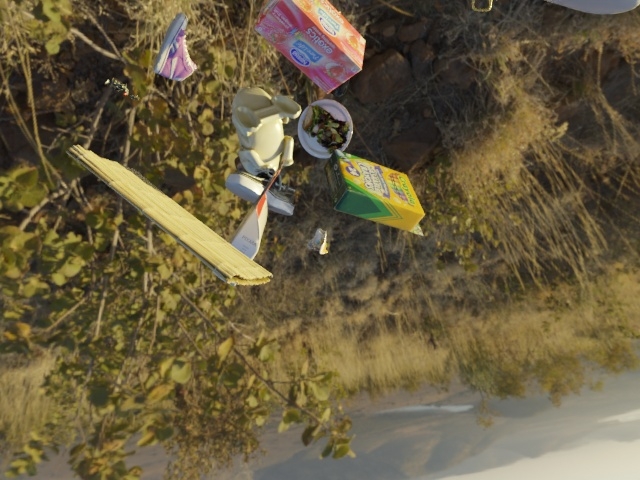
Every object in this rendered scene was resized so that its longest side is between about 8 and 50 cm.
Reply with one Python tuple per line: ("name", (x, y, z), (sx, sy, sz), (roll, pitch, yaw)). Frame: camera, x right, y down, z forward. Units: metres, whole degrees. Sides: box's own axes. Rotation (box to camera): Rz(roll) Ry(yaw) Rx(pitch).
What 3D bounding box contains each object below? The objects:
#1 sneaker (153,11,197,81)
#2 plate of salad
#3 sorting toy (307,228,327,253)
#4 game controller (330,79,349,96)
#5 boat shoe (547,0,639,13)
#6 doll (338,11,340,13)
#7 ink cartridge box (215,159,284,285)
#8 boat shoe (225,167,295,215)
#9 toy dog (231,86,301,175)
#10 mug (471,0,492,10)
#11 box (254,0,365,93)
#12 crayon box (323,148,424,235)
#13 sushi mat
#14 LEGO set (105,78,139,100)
("sneaker", (-0.594, -0.821, 1.837), (0.161, 0.102, 0.282), (16, 130, -32))
("plate of salad", (0.011, -0.384, 1.468), (0.200, 0.199, 0.048), (-22, -178, 21))
("sorting toy", (0.000, 0.000, 1.429), (0.045, 0.075, 0.083), (4, -169, -32))
("game controller", (0.016, -0.694, 1.657), (0.067, 0.319, 0.166), (-6, 134, -41))
("boat shoe", (0.255, -0.340, 0.480), (0.268, 0.088, 0.096), (12, -171, -6))
("doll", (0.100, -0.860, 1.800), (0.046, 0.129, 0.188), (-14, 115, 25))
("ink cartridge box", (-0.117, -0.042, 0.828), (0.056, 0.181, 0.224), (35, 103, -12))
("boat shoe", (-0.156, -0.156, 1.224), (0.113, 0.104, 0.306), (11, 174, 30))
("toy dog", (-0.299, -0.466, 1.984), (0.285, 0.395, 0.407), (-35, 152, -29))
("mug", (0.335, -0.518, 0.868), (0.064, 0.078, 0.062), (5, -176, 4))
("box", (-0.024, -0.604, 1.256), (0.300, 0.142, 0.154), (32, 143, -34))
("crayon box", (0.182, -0.145, 1.305), (0.323, 0.203, 0.083), (15, 130, -25))
("sushi mat", (-0.215, -0.033, 0.637), (0.019, 0.317, 0.151), (-55, 168, 3))
("LEGO set", (-0.463, -0.357, 0.997), (0.054, 0.023, 0.083), (22, -179, 12))
